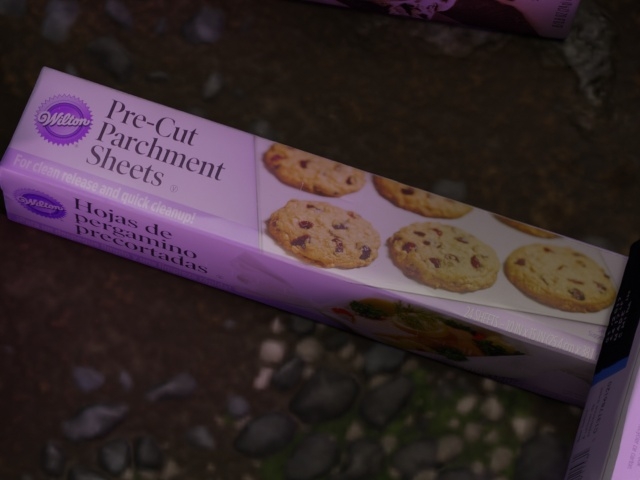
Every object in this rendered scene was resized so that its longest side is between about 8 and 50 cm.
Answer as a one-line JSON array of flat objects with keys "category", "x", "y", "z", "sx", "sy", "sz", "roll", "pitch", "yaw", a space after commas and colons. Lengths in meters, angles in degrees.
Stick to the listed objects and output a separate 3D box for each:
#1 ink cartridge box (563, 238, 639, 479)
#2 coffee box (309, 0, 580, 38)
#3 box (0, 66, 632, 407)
[{"category": "ink cartridge box", "x": 0.283, "y": 0.127, "z": 0.929, "sx": 0.333, "sy": 0.065, "sz": 0.165, "roll": 24, "pitch": 66, "yaw": -8}, {"category": "coffee box", "x": 0.003, "y": -0.215, "z": 1.030, "sx": 0.297, "sy": 0.168, "sz": 0.119, "roll": 9, "pitch": 65, "yaw": 0}, {"category": "box", "x": 0.000, "y": 0.000, "z": 0.989, "sx": 0.324, "sy": 0.063, "sz": 0.067, "roll": 19, "pitch": 65, "yaw": 4}]
